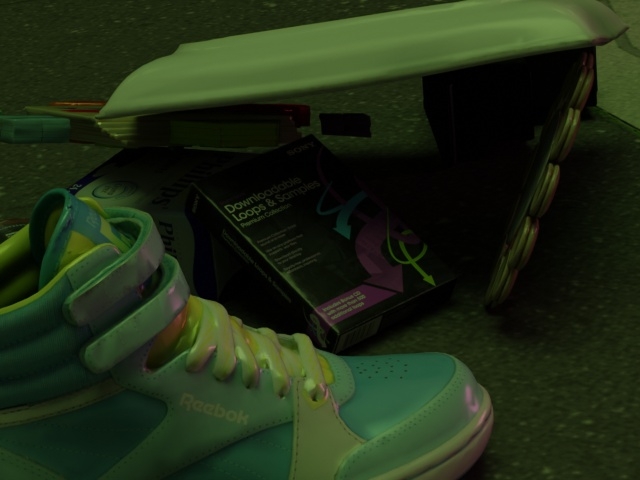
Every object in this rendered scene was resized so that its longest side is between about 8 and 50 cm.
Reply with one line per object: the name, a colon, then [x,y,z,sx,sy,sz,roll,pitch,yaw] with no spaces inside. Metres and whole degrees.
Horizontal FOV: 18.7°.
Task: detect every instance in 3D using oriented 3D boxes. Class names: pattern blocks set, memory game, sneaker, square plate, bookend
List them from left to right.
pattern blocks set: [-0.118,-0.087,1.492,0.325,0.026,0.285,-1,7,-23]
sneaker: [-0.060,0.060,1.069,0.319,0.208,0.127,-11,22,-13]
square plate: [0.044,-0.144,1.438,0.347,0.049,0.344,-7,7,13]
bookend: [0.170,-0.129,1.640,0.157,0.072,0.156,-7,23,-2]
memory game: [0.148,-0.040,1.311,0.012,0.186,0.186,20,25,0]

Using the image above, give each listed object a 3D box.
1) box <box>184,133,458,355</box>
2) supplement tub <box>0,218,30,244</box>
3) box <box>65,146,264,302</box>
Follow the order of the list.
box: [0.000,0.000,1.339,0.116,0.029,0.162,-25,57,-37]
supplement tub: [-0.169,0.062,1.230,0.106,0.106,0.198,-15,24,-20]
box: [-0.110,-0.015,1.442,0.137,0.072,0.126,5,26,25]
